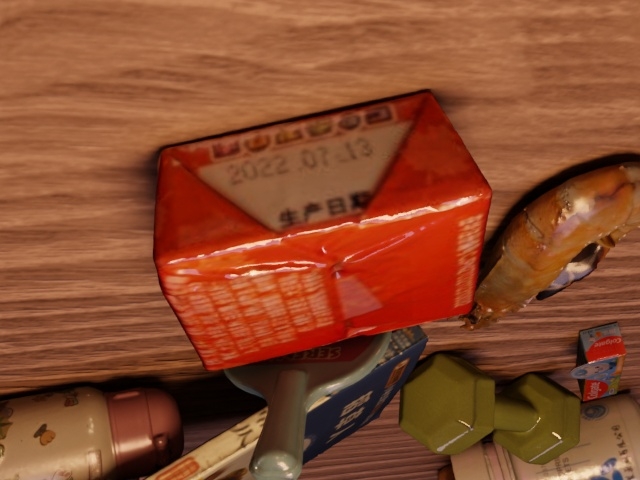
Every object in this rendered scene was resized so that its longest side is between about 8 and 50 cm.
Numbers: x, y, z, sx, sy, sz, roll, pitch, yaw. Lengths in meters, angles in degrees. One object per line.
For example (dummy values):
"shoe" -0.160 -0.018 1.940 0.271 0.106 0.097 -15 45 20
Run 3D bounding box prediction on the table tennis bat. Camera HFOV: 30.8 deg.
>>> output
"table tennis bat" -0.019 0.108 0.978 0.153 0.244 0.040 -3 126 13

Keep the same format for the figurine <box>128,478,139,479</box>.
"figurine" -0.331 0.289 1.347 0.250 0.166 0.141 -21 -178 -14

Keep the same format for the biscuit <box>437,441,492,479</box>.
"biscuit" 0.340 0.393 2.001 0.275 0.052 0.355 -16 155 6

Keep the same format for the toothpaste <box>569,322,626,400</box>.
"toothpaste" 0.349 0.162 1.499 0.070 0.044 0.193 -14 156 5

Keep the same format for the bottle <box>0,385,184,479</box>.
"bottle" -0.269 0.213 1.201 0.253 0.120 0.120 -9 156 -11

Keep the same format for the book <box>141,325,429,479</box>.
"book" -0.085 0.249 1.294 0.428 0.039 0.300 -29 162 -19

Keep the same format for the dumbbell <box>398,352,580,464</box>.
"dumbbell" 0.219 0.215 1.463 0.302 0.121 0.108 18 101 -49

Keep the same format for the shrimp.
"shrimp" 0.220 0.009 1.084 0.152 0.063 0.287 -14 158 -28

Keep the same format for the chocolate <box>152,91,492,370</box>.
"chocolate" 0.000 0.000 0.883 0.235 0.108 0.237 -12 155 -1

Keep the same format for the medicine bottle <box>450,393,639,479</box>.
"medicine bottle" 0.352 0.343 1.748 0.293 0.170 0.170 -16 156 6
